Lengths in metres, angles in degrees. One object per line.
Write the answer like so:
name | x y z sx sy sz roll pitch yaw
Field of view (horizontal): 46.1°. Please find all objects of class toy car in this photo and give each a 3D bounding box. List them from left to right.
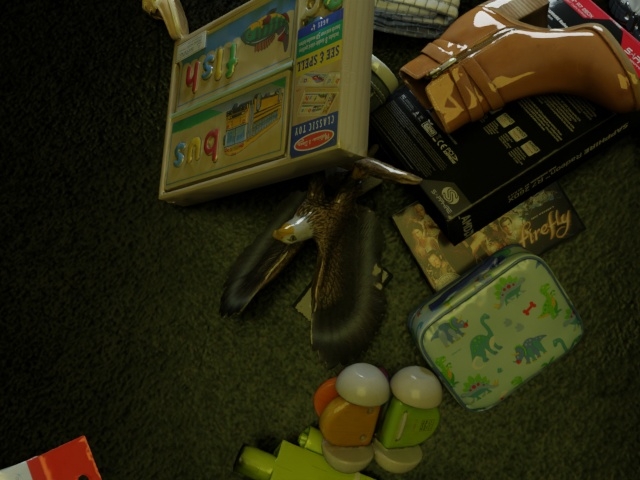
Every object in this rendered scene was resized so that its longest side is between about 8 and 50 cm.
toy car | 0.077 0.237 1.075 0.182 0.136 0.159 6 111 -18

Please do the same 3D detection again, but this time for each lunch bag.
lunch bag | 0.247 0.120 1.075 0.219 0.090 0.176 -37 106 1

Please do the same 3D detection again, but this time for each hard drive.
hard drive | 0.034 0.078 1.157 0.094 0.022 0.135 38 87 9

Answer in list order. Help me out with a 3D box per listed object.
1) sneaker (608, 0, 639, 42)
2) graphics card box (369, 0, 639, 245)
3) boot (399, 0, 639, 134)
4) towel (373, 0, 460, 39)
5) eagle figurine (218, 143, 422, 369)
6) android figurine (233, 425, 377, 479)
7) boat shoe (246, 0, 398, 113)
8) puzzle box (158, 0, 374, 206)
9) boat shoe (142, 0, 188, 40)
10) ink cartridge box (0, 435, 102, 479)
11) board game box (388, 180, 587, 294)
sneaker | 0.514 -0.325 1.088 0.110 0.107 0.275 5 45 -5
graphics card box | 0.277 -0.186 1.086 0.371 0.094 0.232 -33 62 -3
boot | 0.254 -0.211 0.987 0.220 0.109 0.283 -34 59 -4
towel | 0.092 -0.455 1.186 0.284 0.121 0.234 12 84 5
eagle figurine | -0.009 0.001 1.093 0.225 0.226 0.298 3 114 -26
android figurine | -0.003 0.386 1.041 0.273 0.056 0.248 25 46 -3
boat shoe | -0.030 -0.269 1.131 0.319 0.116 0.099 35 87 33
puzzle box | -0.091 -0.208 1.060 0.409 0.052 0.271 -10 73 46
boat shoe | -0.265 -0.393 1.237 0.059 0.063 0.170 -23 71 4
ink cartridge box | -0.439 0.428 1.132 0.233 0.066 0.189 -26 80 5
board game box | 0.249 -0.026 1.133 0.243 0.042 0.165 -30 88 0
